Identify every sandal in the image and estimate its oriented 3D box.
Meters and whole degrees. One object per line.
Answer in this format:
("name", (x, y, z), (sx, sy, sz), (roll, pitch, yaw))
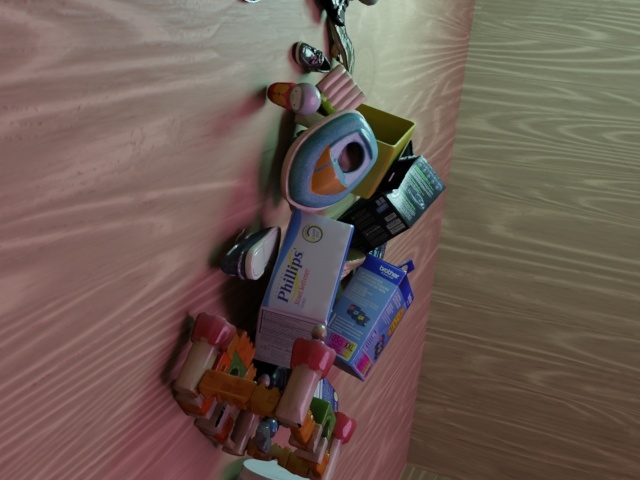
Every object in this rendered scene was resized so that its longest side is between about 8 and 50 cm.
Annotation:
("sandal", (0.048, -0.494, 1.914), (0.072, 0.049, 0.180), (-68, 145, -43))

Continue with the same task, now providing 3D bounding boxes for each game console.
("game console", (0.200, -0.200, 2.012), (0.107, 0.071, 0.122), (-13, 145, -35))
("game console", (-0.124, 0.355, 1.944), (0.213, 0.044, 0.361), (-43, 140, -57))

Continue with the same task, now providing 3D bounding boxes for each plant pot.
("plant pot", (0.110, -0.238, 2.021), (0.212, 0.212, 0.187), (-48, 156, -56))

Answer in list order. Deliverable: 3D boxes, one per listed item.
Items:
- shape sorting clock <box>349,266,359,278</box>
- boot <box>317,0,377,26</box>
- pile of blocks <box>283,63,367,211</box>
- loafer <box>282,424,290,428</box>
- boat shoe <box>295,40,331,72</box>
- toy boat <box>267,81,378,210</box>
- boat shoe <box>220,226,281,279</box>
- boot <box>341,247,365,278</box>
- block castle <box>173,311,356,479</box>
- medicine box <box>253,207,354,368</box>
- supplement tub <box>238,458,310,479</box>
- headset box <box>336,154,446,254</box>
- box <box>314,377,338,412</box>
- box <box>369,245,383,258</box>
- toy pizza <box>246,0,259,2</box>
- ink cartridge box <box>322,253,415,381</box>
("shape sorting clock", (0.129, 0.037, 2.472), (0.206, 0.040, 0.206), (11, 90, -83))
("boot", (0.061, -0.596, 1.842), (0.246, 0.084, 0.161), (26, 77, -62))
("pile of blocks", (-0.025, -0.244, 1.801), (0.149, 0.113, 0.362), (24, 86, -25))
("loafer", (-0.058, 0.484, 2.170), (0.087, 0.094, 0.251), (-49, 163, 11))
("boat shoe", (-0.015, -0.428, 1.756), (0.152, 0.049, 0.056), (-2, 104, -70))
("toy boat", (-0.001, -0.214, 1.642), (0.267, 0.148, 0.318), (-46, 127, -16))
("boat shoe", (-0.144, 0.025, 1.612), (0.254, 0.079, 0.095), (-56, 148, -68))
("boot", (0.028, 0.117, 2.030), (0.213, 0.077, 0.165), (-21, 128, -36))
("block castle", (-0.100, 0.324, 1.589), (0.453, 0.303, 0.212), (75, 32, -55))
("medicine box", (-0.042, 0.122, 1.719), (0.289, 0.149, 0.263), (106, 1, -58))
("supplement tub", (-0.133, 0.726, 1.843), (0.235, 0.236, 0.324), (26, 77, -71))
("headset box", (0.203, -0.102, 2.207), (0.131, 0.246, 0.283), (52, 44, -6))
("box", (-0.013, 0.423, 2.123), (0.225, 0.037, 0.136), (57, 21, -31))
("box", (0.193, 0.034, 2.576), (0.220, 0.051, 0.175), (66, 37, -77))
("toy pizza", (-0.116, -0.552, 1.418), (0.201, 0.032, 0.201), (12, 90, -71))
("ink cartridge box", (0.158, 0.220, 2.356), (0.395, 0.151, 0.270), (-59, 159, -12))
